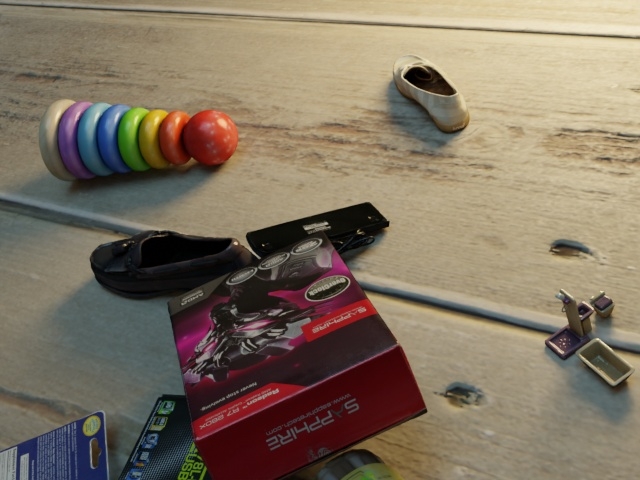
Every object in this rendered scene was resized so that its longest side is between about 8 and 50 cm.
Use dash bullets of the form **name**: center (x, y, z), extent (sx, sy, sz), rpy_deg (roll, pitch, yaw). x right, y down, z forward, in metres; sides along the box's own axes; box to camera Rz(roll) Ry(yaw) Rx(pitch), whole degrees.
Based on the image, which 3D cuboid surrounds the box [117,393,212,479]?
- **box**: center (-0.140, 0.269, 1.188), extent (0.184, 0.045, 0.190), rpy_deg (-2, 45, 28)

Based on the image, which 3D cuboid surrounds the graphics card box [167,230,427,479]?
- **graphics card box**: center (-0.045, 0.127, 1.183), extent (0.233, 0.094, 0.371), rpy_deg (-25, 22, -2)

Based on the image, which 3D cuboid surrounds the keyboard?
- **keyboard**: center (0.000, 0.000, 1.411), extent (0.192, 0.038, 0.100), rpy_deg (-15, 31, -14)

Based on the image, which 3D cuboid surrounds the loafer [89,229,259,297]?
- **loafer**: center (-0.214, 0.021, 1.457), extent (0.303, 0.095, 0.109), rpy_deg (5, 49, 30)

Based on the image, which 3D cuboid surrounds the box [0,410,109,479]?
- **box**: center (-0.360, 0.306, 1.261), extent (0.225, 0.036, 0.136), rpy_deg (-23, 40, 4)

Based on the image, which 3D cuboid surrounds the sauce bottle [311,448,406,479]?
- **sauce bottle**: center (0.114, 0.327, 0.947), extent (0.111, 0.111, 0.344), rpy_deg (-38, 41, -16)

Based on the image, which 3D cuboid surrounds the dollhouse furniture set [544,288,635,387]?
- **dollhouse furniture set**: center (0.311, 0.095, 1.128), extent (0.091, 0.081, 0.114), rpy_deg (-33, 40, -10)

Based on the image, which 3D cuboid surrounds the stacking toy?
- **stacking toy**: center (-0.291, -0.172, 1.693), extent (0.330, 0.141, 0.141), rpy_deg (0, 45, 18)

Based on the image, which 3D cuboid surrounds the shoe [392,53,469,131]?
- **shoe**: center (0.170, -0.247, 1.592), extent (0.077, 0.058, 0.219), rpy_deg (-28, 40, -4)
